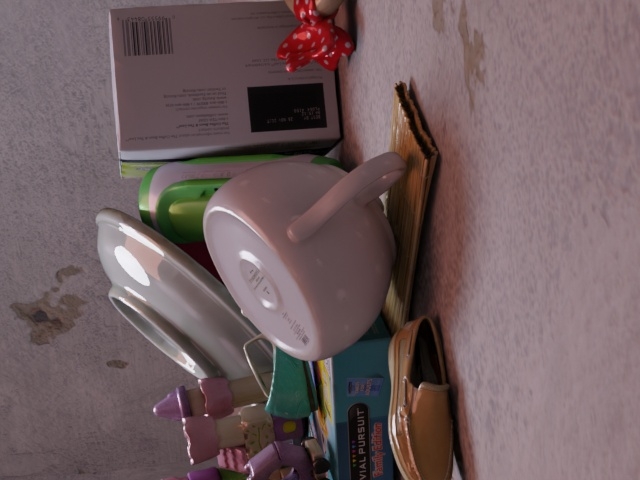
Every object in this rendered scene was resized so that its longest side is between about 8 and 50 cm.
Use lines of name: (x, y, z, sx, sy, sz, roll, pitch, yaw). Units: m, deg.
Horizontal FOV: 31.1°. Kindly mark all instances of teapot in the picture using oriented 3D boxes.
teapot: (0.000, 0.000, 1.323, 0.256, 0.187, 0.252, 26, 144, 50)

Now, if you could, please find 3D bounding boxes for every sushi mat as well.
sushi mat: (0.092, -0.016, 1.333, 0.151, 0.019, 0.316, -106, 15, -46)

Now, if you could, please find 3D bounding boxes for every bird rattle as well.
bird rattle: (-0.019, -0.361, 1.559, 0.207, 0.143, 0.253, 120, 145, -44)

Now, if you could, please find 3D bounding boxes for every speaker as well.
speaker: (-0.113, -0.059, 1.672, 0.131, 0.297, 0.131, -1, -90, -65)

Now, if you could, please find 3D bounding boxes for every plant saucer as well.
plant saucer: (-0.220, 0.117, 1.794, 0.400, 0.100, 0.400, 37, 165, 12)

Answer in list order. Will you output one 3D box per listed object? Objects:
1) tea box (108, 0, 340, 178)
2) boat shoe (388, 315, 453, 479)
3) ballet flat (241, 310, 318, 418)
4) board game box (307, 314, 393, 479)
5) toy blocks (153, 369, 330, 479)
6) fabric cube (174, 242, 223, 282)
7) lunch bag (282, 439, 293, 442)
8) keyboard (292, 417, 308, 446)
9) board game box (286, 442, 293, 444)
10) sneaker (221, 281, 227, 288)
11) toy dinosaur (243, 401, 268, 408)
tea box: (-0.160, -0.228, 1.809, 0.323, 0.329, 0.220, 151, 115, -79)
boat shoe: (0.108, 0.168, 1.199, 0.072, 0.068, 0.190, 123, 144, -55)
ballet flat: (-0.061, 0.114, 1.521, 0.083, 0.087, 0.247, 109, 154, -75)
board game box: (0.033, 0.213, 1.547, 0.254, 0.079, 0.336, -111, 17, -62)
toy blocks: (-0.138, 0.368, 1.588, 0.309, 0.260, 0.288, -131, 32, -66)
fabric cube: (-0.159, 0.015, 2.116, 0.258, 0.259, 0.254, -111, 20, -60)
lunch bag: (-0.095, 0.246, 2.283, 0.243, 0.115, 0.303, -142, 48, -74)
keyboard: (-0.016, 0.153, 1.797, 0.201, 0.033, 0.317, 87, -173, -55)
board game box: (-0.066, 0.452, 2.121, 0.201, 0.136, 0.035, -109, 18, -59)
sneaker: (-0.088, 0.089, 1.880, 0.146, 0.122, 0.330, -51, -9, -10)
toy dinosaur: (-0.081, 0.266, 2.018, 0.313, 0.160, 0.121, -118, 14, -60)
